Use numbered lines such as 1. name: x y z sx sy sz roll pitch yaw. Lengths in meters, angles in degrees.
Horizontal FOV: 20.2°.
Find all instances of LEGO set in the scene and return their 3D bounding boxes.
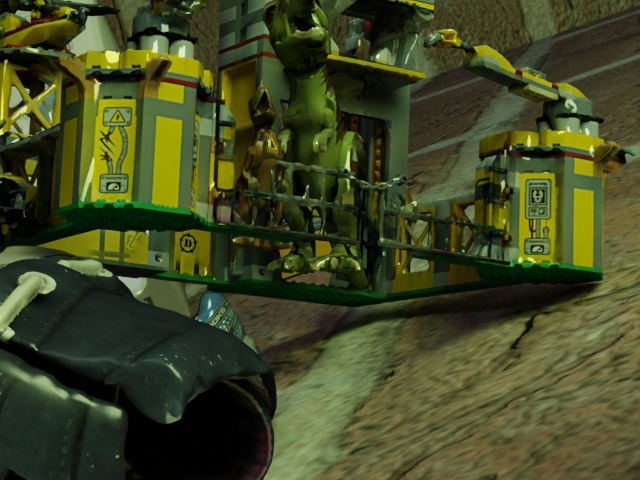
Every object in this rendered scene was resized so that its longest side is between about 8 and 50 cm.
1. LEGO set: -0.023 -0.082 0.863 0.331 0.192 0.255 6 -10 -24

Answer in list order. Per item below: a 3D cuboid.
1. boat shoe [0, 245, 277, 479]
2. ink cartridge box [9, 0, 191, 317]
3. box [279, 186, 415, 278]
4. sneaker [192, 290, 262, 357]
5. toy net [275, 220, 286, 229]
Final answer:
1. boat shoe: -0.086 0.072 0.699 0.158 0.127 0.340 13 2 11
2. ink cartridge box: -0.213 -0.015 1.211 0.207 0.119 0.353 -19 43 1
3. box: 0.000 0.000 1.263 0.136 0.028 0.081 -21 7 9
4. sneaker: -0.101 0.064 0.928 0.135 0.058 0.052 -21 7 -3
5. toy net: -0.060 -0.012 1.474 0.122 0.045 0.232 -40 -3 20
